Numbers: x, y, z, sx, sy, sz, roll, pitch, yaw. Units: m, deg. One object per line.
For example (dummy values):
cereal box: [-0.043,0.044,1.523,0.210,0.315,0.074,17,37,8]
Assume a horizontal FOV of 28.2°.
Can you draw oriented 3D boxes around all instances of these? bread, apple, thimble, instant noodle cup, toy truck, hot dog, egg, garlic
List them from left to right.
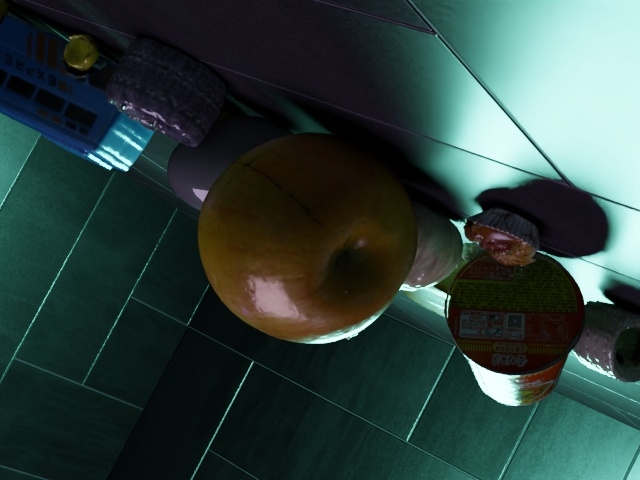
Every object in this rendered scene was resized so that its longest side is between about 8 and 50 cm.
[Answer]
toy truck: [-0.435,-0.253,1.968,0.385,0.162,0.161,26,176,18]
thimble: [-0.207,-0.199,1.708,0.150,0.097,0.150,27,173,3]
egg: [-0.116,-0.101,1.790,0.199,0.146,0.146,-4,179,-8]
apple: [-0.013,-0.005,1.638,0.286,0.286,0.233,32,175,-39]
garlic: [0.086,0.041,1.841,0.199,0.226,0.199,27,180,0]
bread: [0.219,0.078,2.292,0.138,0.077,0.361,26,174,8]
hot dog: [0.232,-0.003,1.627,0.099,0.053,0.192,24,177,-1]
instant noodle cup: [0.275,0.136,1.791,0.193,0.193,0.212,25,161,20]
thimble: [0.420,0.143,1.816,0.090,0.102,0.115,23,154,53]

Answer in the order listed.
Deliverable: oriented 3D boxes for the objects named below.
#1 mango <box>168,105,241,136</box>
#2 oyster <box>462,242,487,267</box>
mango: [-0.178,-0.173,1.871,0.159,0.084,0.105,33,178,-41]
oyster: [0.292,0.062,1.926,0.177,0.064,0.125,20,-166,-41]
